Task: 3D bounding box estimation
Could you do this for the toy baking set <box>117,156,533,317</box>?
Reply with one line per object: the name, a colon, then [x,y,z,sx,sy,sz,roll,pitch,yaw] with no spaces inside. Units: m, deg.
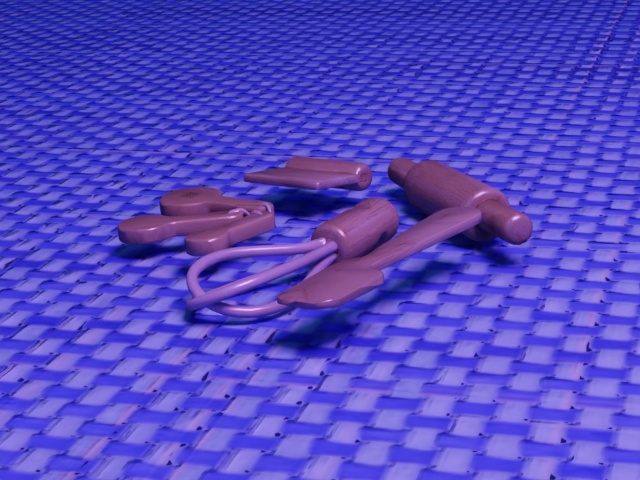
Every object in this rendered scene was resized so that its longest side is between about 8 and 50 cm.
toy baking set: [0.006,-0.002,0.784,0.197,0.030,0.256,-14,18,-21]
